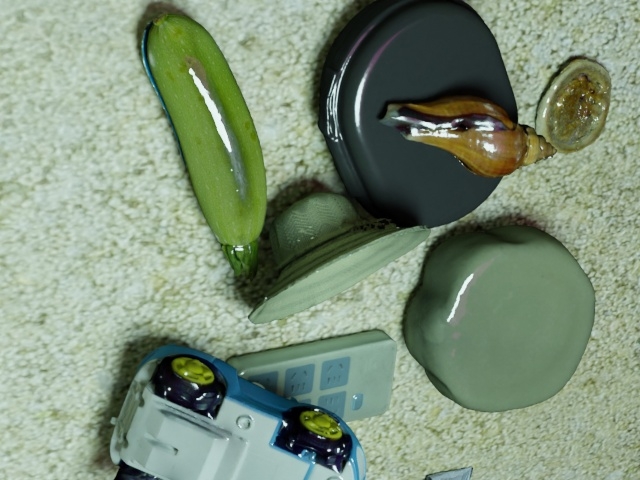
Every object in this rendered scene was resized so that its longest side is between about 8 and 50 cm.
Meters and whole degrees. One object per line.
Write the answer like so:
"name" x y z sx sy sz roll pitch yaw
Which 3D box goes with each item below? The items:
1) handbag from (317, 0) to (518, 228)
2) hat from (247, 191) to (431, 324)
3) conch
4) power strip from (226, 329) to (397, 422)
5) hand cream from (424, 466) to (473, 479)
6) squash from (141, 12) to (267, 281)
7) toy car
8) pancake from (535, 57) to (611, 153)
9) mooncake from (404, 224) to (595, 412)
"handbag" 0.118 -0.157 1.438 0.254 0.093 0.308 -34 124 -14
"hat" 0.000 0.000 1.410 0.252 0.252 0.110 -23 80 -22
"conch" 0.188 -0.125 1.386 0.232 0.080 0.086 24 89 -35
"power strip" -0.012 0.192 1.534 0.270 0.046 0.118 -8 114 -30
"hand cream" 0.190 0.357 1.751 0.093 0.019 0.030 0 108 -39
"squash" -0.112 -0.102 1.322 0.094 0.094 0.341 -28 120 -19
"toy car" -0.093 0.246 1.380 0.314 0.166 0.198 22 110 1
"pancake" 0.354 -0.184 1.616 0.139 0.022 0.139 -13 117 -28
"mooncake" 0.242 0.104 1.602 0.275 0.135 0.275 -10 113 -25
